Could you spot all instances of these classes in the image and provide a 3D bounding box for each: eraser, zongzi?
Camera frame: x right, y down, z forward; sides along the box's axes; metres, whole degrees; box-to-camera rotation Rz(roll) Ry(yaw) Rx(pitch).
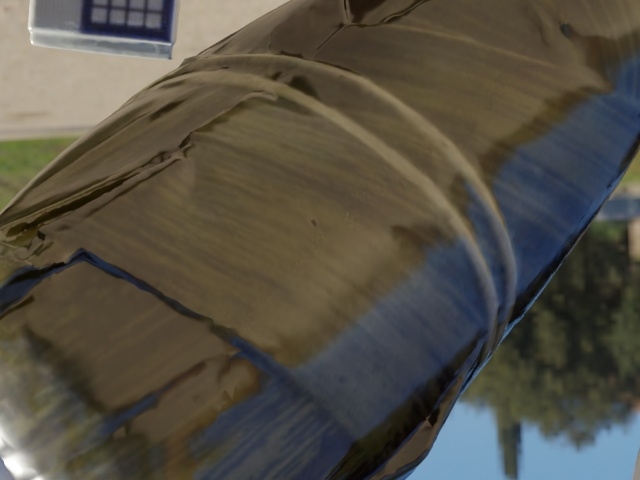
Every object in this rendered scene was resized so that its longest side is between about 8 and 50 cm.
[{"bbox_3d":[-0.169,-0.295,1.399,0.124,0.278,0.081,5,-170,-7],"label":"eraser"},{"bbox_3d":[0.000,0.000,0.463,0.241,0.111,0.248,-37,180,-21],"label":"zongzi"}]

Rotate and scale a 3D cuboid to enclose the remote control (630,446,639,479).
[{"bbox_3d":[0.151,0.181,0.580,0.104,0.332,0.221,4,154,8],"label":"remote control"}]
